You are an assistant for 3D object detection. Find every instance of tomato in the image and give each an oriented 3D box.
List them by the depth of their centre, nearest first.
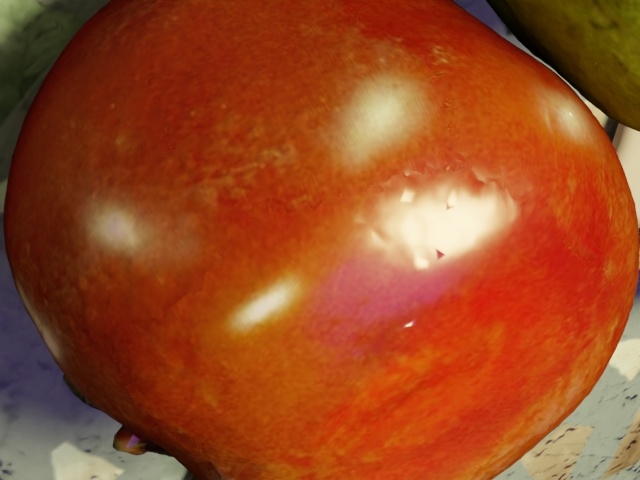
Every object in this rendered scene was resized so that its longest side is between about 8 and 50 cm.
[{"bbox_3d":[0.000,0.000,0.878,0.290,0.293,0.325,-50,134,6],"label":"tomato"}]

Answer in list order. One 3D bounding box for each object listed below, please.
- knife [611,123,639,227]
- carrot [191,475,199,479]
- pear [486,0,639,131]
[{"bbox_3d":[0.163,0.020,1.197,0.081,0.043,0.336,38,100,-6],"label":"knife"},{"bbox_3d":[-0.064,0.148,1.157,0.037,0.037,0.190,8,124,-43],"label":"carrot"},{"bbox_3d":[0.237,-0.208,0.801,0.352,0.413,0.352,-1,91,-34],"label":"pear"}]
